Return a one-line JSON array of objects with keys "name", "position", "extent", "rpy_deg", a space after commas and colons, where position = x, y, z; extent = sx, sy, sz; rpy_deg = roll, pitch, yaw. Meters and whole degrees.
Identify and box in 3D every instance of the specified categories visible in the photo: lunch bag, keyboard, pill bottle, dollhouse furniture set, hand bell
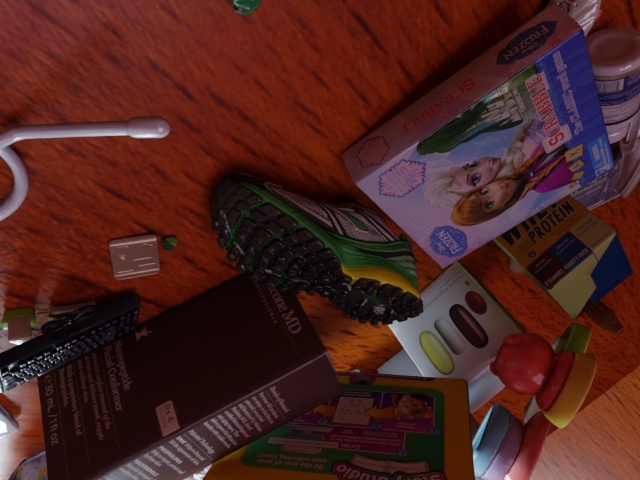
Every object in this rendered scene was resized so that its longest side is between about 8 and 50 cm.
[{"name": "lunch bag", "position": [-0.455, 0.382, 0.845], "extent": [0.083, 0.053, 0.071], "rpy_deg": [-27, 143, -23]}, {"name": "keyboard", "position": [-0.312, 0.124, 0.657], "extent": [0.180, 0.023, 0.108], "rpy_deg": [-27, 153, -38]}, {"name": "pill bottle", "position": [0.443, -0.230, 0.804], "extent": [0.094, 0.094, 0.169], "rpy_deg": [-34, 141, 0]}, {"name": "dollhouse furniture set", "position": [-0.352, 0.128, 0.655], "extent": [0.152, 0.058, 0.076], "rpy_deg": [-5, 133, -30]}, {"name": "hand bell", "position": [0.512, 0.097, 1.059], "extent": [0.126, 0.242, 0.126], "rpy_deg": [-19, 138, -18]}]

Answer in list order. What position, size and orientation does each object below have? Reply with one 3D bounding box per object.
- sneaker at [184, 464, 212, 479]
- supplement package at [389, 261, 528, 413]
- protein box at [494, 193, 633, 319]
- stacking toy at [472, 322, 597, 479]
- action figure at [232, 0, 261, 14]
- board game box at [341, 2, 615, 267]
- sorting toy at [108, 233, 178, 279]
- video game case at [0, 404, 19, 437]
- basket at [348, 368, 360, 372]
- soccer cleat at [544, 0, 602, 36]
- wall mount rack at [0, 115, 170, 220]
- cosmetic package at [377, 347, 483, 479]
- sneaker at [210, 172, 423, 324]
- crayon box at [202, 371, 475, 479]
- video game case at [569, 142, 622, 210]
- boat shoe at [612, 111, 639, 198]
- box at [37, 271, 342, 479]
[{"name": "sneaker", "position": [-0.271, 0.470, 1.029], "extent": [0.236, 0.095, 0.104], "rpy_deg": [-39, 147, 4]}, {"name": "supplement package", "position": [0.283, 0.192, 1.031], "extent": [0.194, 0.203, 0.149], "rpy_deg": [-45, 139, 12]}, {"name": "protein box", "position": [0.410, 0.003, 0.929], "extent": [0.136, 0.201, 0.200], "rpy_deg": [-44, 139, 12]}, {"name": "stacking toy", "position": [0.349, 0.261, 0.918], "extent": [0.279, 0.130, 0.309], "rpy_deg": [-32, 144, -57]}, {"name": "action figure", "position": [-0.089, -0.279, 0.401], "extent": [0.063, 0.137, 0.232], "rpy_deg": [-39, 150, -13]}, {"name": "board game box", "position": [0.245, -0.116, 0.763], "extent": [0.318, 0.066, 0.319], "rpy_deg": [-34, 141, 18]}, {"name": "sorting toy", "position": [-0.223, 0.018, 0.668], "extent": [0.083, 0.012, 0.062], "rpy_deg": [-10, 130, -22]}, {"name": "video game case", "position": [-0.518, 0.251, 0.698], "extent": [0.157, 0.019, 0.143], "rpy_deg": [-20, 138, -15]}, {"name": "basket", "position": [0.105, 0.523, 1.145], "extent": [0.266, 0.331, 0.328], "rpy_deg": [-37, 140, 6]}, {"name": "soccer cleat", "position": [0.308, -0.271, 0.698], "extent": [0.076, 0.068, 0.196], "rpy_deg": [-10, 138, -21]}, {"name": "wall mount rack", "position": [-0.309, -0.119, 0.384], "extent": [0.304, 0.130, 0.350], "rpy_deg": [-30, 141, -5]}, {"name": "cosmetic package", "position": [0.307, 0.442, 1.159], "extent": [0.097, 0.377, 0.284], "rpy_deg": [-39, 139, 5]}, {"name": "sneaker", "position": [0.000, 0.000, 0.727], "extent": [0.343, 0.146, 0.134], "rpy_deg": [29, 136, -33]}, {"name": "crayon box", "position": [0.050, 0.330, 0.818], "extent": [0.363, 0.313, 0.106], "rpy_deg": [0, 106, 14]}, {"name": "video game case", "position": [0.556, -0.127, 1.037], "extent": [0.190, 0.022, 0.173], "rpy_deg": [-24, 139, -12]}, {"name": "boat shoe", "position": [0.555, -0.207, 0.906], "extent": [0.098, 0.096, 0.277], "rpy_deg": [-33, 138, -40]}, {"name": "box", "position": [-0.182, 0.207, 0.745], "extent": [0.381, 0.191, 0.143], "rpy_deg": [-26, 139, -10]}]
